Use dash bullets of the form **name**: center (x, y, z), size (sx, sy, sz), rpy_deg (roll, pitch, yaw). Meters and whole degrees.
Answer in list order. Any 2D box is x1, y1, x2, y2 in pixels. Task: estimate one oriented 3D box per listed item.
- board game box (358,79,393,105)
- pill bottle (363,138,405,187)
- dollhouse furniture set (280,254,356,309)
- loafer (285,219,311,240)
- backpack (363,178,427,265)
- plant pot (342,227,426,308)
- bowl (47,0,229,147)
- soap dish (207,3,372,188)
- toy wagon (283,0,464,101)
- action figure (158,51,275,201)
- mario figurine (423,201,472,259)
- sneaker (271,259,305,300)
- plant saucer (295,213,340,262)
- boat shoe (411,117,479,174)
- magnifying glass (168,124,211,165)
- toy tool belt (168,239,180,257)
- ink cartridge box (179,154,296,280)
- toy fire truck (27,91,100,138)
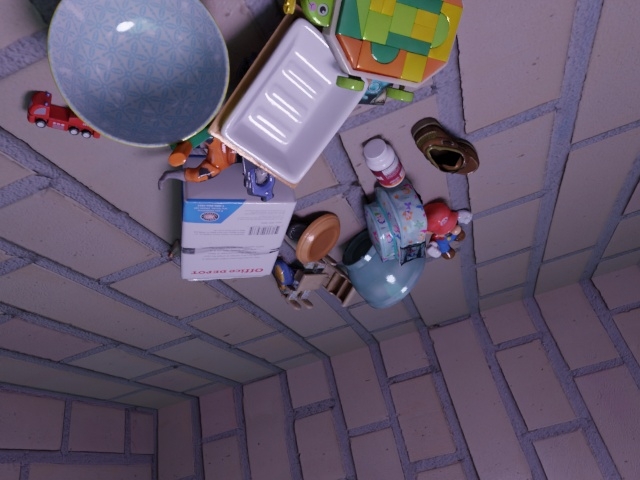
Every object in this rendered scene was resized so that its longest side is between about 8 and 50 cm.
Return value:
- **board game box**: center (0.084, -0.375, 1.052), size (0.187, 0.026, 0.126), rpy_deg (-2, 148, -19)
- **pill bottle**: center (0.180, -0.222, 1.287), size (0.086, 0.085, 0.152), rpy_deg (-24, 147, 17)
- **dollhouse furniture set**: center (0.013, 0.170, 1.722), size (0.242, 0.161, 0.212), rpy_deg (3, 121, -54)
- **loafer**: center (-0.063, -0.036, 1.529), size (0.080, 0.078, 0.220), rpy_deg (-54, 153, 4)
- **backpack**: center (0.244, -0.064, 1.446), size (0.191, 0.225, 0.253), rpy_deg (-15, 146, -7)
- **plant pot**: center (0.206, 0.075, 1.644), size (0.196, 0.292, 0.293), rpy_deg (38, 127, -22)
- **bowl**: center (-0.319, -0.317, 0.830), size (0.290, 0.288, 0.156), rpy_deg (-5, -168, -14)
- **soap dish**: center (-0.063, -0.285, 0.929), size (0.229, 0.118, 0.290), rpy_deg (31, 99, -35)
- **toy wagon**: center (0.102, -0.410, 0.828), size (0.345, 0.068, 0.266), rpy_deg (2, 114, -26)
- **action figure**: center (-0.213, -0.266, 1.049), size (0.331, 0.178, 0.340), rpy_deg (-7, 120, -23)
- **mario figurine**: center (0.471, -0.025, 1.638), size (0.170, 0.197, 0.320), rpy_deg (-12, 156, 23)
- **sneaker**: center (-0.114, 0.142, 1.790), size (0.131, 0.111, 0.296), rpy_deg (-29, 153, -10)
- **plant saucer**: center (0.000, 0.000, 1.538), size (0.200, 0.037, 0.199), rpy_deg (-37, 150, -26)
- **boat shoe**: center (0.374, -0.240, 1.314), size (0.308, 0.104, 0.111), rpy_deg (16, 139, -40)
- **magnifying glass**: center (-0.252, -0.181, 0.851), size (0.092, 0.231, 0.026), rpy_deg (-19, 114, 1)
- **toy tool belt**: center (-0.468, 0.037, 1.497), size (0.051, 0.052, 0.083), rpy_deg (18, 139, -30)
- **ink cartridge box**: center (-0.261, -0.051, 1.316), size (0.286, 0.166, 0.394), rpy_deg (-1, 147, -20)
- **toy fire truck**: center (-0.503, -0.282, 0.952), size (0.192, 0.047, 0.135), rpy_deg (10, 142, -33)
